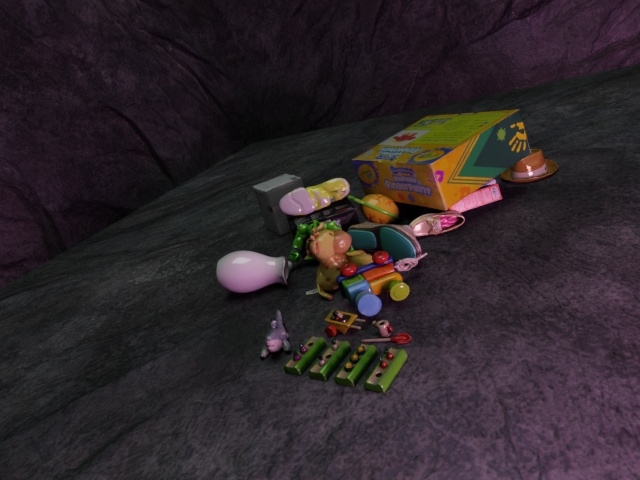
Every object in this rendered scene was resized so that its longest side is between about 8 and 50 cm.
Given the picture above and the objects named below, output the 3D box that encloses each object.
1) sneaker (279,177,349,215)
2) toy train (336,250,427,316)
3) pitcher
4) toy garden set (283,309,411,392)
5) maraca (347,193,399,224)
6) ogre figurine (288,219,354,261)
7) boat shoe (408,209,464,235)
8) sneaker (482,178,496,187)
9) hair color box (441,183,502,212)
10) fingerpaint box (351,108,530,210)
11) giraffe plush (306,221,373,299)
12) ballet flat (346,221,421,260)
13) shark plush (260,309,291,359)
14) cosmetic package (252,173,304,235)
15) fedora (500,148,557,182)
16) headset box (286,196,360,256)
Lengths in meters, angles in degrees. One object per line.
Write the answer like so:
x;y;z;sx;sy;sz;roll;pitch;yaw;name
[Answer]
-0.017;-0.143;1.684;0.240;0.091;0.126;-15;3;4;sneaker
0.176;0.094;1.212;0.248;0.105;0.143;-20;25;-7;toy train
-0.191;0.089;1.505;0.207;0.125;0.178;-3;3;7;pitcher
0.068;0.217;1.065;0.245;0.049;0.204;0;27;37;toy garden set
0.176;-0.111;1.659;0.186;0.099;0.127;23;4;1;maraca
0.000;0.000;1.531;0.197;0.118;0.097;-8;-8;34;ogre figurine
0.346;-0.050;1.485;0.170;0.062;0.059;-18;16;-4;boat shoe
0.498;-0.203;1.717;0.211;0.081;0.080;6;31;45;sneaker
0.466;-0.127;1.565;0.167;0.053;0.093;-17;3;-3;hair color box
0.382;-0.274;1.658;0.371;0.163;0.445;-32;23;-19;fingerpaint box
0.035;0.039;1.356;0.210;0.170;0.181;-22;22;-12;giraffe plush
0.201;-0.011;1.453;0.106;0.107;0.316;-21;22;-30;ballet flat
-0.099;0.210;1.181;0.073;0.067;0.161;-10;23;19;shark plush
-0.142;-0.141;1.910;0.152;0.183;0.151;-26;22;-20;cosmetic package
0.709;-0.265;1.712;0.195;0.079;0.194;-15;22;6;fedora
0.002;-0.072;1.735;0.218;0.110;0.293;-19;22;-5;headset box
